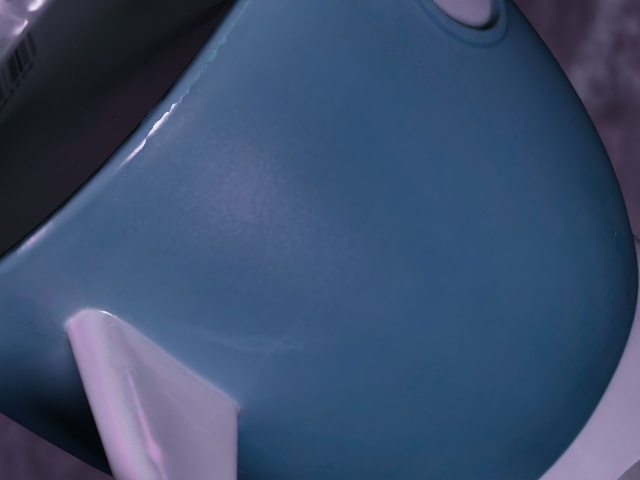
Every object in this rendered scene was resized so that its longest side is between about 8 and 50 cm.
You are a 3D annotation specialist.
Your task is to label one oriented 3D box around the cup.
[{"bbox_3d":[0.000,0.000,0.487,0.173,0.167,0.300,38,35,-26],"label":"cup"}]
